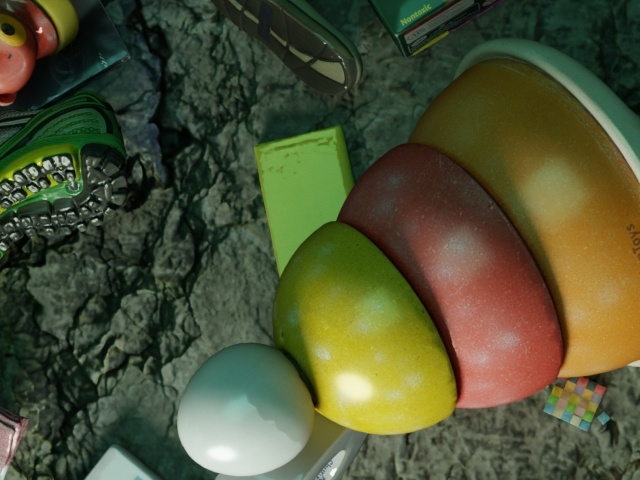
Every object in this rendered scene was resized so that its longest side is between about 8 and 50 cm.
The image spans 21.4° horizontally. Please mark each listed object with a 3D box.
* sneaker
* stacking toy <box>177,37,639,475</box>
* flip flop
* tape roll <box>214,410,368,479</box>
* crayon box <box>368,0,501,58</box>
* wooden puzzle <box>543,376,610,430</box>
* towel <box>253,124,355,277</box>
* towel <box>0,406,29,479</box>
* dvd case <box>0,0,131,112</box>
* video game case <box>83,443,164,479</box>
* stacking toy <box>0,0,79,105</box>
[{"bbox_3d":[-0.362,-0.056,1.843,0.344,0.134,0.146,-17,42,13],"label":"sneaker"},{"bbox_3d":[0.074,0.056,1.557,0.480,0.350,0.350,-29,77,-19],"label":"stacking toy"},{"bbox_3d":[-0.046,-0.271,1.826,0.277,0.112,0.080,43,64,15],"label":"flip flop"},{"bbox_3d":[-0.036,0.232,1.677,0.072,0.219,0.219,35,88,13],"label":"tape roll"},{"bbox_3d":[0.159,-0.425,1.807,0.363,0.106,0.313,-32,78,3],"label":"crayon box"},{"bbox_3d":[0.262,0.164,1.748,0.083,0.006,0.049,24,85,12],"label":"wooden puzzle"},{"bbox_3d":[0.000,0.000,1.812,0.102,0.021,0.237,-13,78,2],"label":"towel"},{"bbox_3d":[-0.479,0.295,1.799,0.237,0.037,0.329,22,90,1],"label":"towel"},{"bbox_3d":[-0.334,-0.257,1.907,0.164,0.018,0.221,-31,77,4],"label":"dvd case"},{"bbox_3d":[-0.183,0.429,1.764,0.329,0.036,0.300,38,89,13],"label":"video game case"},{"bbox_3d":[-0.404,-0.293,1.740,0.309,0.279,0.130,28,58,1],"label":"stacking toy"}]
